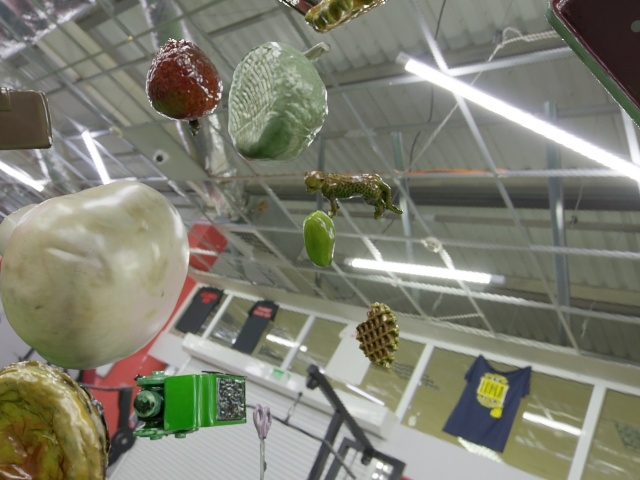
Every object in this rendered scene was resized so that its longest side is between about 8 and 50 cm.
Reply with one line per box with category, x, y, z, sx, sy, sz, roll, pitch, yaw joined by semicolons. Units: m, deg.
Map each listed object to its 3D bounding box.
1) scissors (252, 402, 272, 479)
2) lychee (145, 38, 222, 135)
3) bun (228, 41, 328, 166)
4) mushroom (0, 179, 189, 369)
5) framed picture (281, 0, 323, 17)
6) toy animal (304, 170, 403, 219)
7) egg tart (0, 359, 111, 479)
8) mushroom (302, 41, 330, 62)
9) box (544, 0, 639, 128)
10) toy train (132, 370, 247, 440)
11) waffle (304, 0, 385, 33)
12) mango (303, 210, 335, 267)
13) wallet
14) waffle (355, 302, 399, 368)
scissors;-0.162;0.572;1.471;0.021;0.212;0.110;-14;-29;17
lychee;-0.427;-0.472;1.638;0.255;0.255;0.300;18;-66;26
bun;-0.067;-0.214;0.836;0.118;0.195;0.195;3;-2;-40
mushroom;-0.404;0.035;0.931;0.353;0.353;0.325;35;-28;-11
framed picture;-0.070;-0.610;1.290;0.250;0.016;0.184;22;8;-33
toy animal;0.069;-0.096;1.021;0.181;0.073;0.136;7;-23;16
egg tart;-0.354;0.264;0.671;0.241;0.241;0.106;22;13;18
mushroom;-0.063;-0.549;1.585;0.202;0.054;0.059;-17;-2;17
box;0.481;-0.286;0.713;0.294;0.193;0.167;53;-43;6
toy train;-0.262;0.332;1.061;0.188;0.132;0.243;-9;-19;12
waffle;0.099;-0.477;0.994;0.283;0.309;0.065;-25;-70;16
mango;0.000;0.000;1.435;0.074;0.091;0.165;-124;-159;-76
wallet;-0.584;-0.225;0.965;0.153;0.118;0.039;-2;17;-12
waffle;0.073;0.119;0.662;0.078;0.016;0.085;49;-46;44
